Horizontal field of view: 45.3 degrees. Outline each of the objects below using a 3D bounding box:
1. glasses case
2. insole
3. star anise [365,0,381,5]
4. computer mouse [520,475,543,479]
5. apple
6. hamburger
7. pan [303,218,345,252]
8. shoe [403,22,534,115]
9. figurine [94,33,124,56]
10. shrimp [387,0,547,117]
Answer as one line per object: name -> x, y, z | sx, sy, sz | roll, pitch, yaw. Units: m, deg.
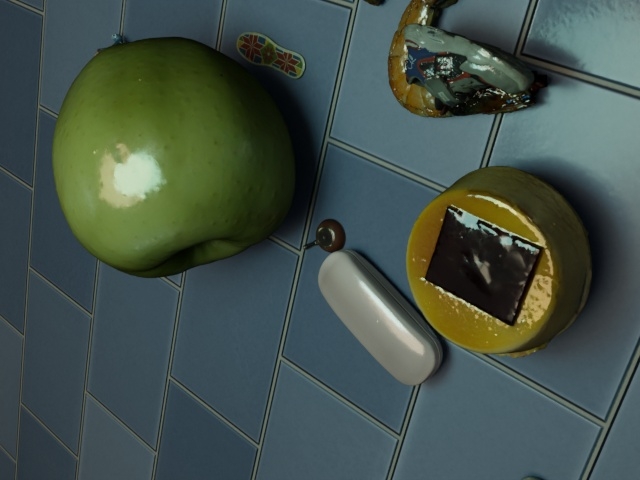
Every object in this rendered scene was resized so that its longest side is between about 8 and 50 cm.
glasses case -> 0.107, 0.140, 1.426 | 0.297, 0.075, 0.113 | 48, 128, 22
insole -> -0.102, -0.371, 1.530 | 0.193, 0.006, 0.065 | 32, 120, 32
star anise -> 0.050, -0.539, 1.256 | 0.315, 0.108, 0.315 | 19, 129, 25
computer mouse -> 0.371, 0.445, 1.295 | 0.096, 0.039, 0.066 | 47, 126, 21
apple -> -0.281, -0.157, 1.457 | 0.473, 0.473, 0.474 | 11, 107, 39
hamburger -> 0.274, 0.034, 1.190 | 0.300, 0.176, 0.300 | 11, 106, 40
pan -> -0.001, 0.000, 1.519 | 0.115, 0.023, 0.069 | -25, 84, 41
shoe -> 0.205, -0.246, 1.158 | 0.227, 0.099, 0.126 | 33, 111, 36
figurine -> -0.471, -0.395, 1.759 | 0.114, 0.144, 0.178 | -50, 56, 33
shrimp -> 0.232, -0.304, 1.229 | 0.290, 0.054, 0.223 | 14, 108, 37
